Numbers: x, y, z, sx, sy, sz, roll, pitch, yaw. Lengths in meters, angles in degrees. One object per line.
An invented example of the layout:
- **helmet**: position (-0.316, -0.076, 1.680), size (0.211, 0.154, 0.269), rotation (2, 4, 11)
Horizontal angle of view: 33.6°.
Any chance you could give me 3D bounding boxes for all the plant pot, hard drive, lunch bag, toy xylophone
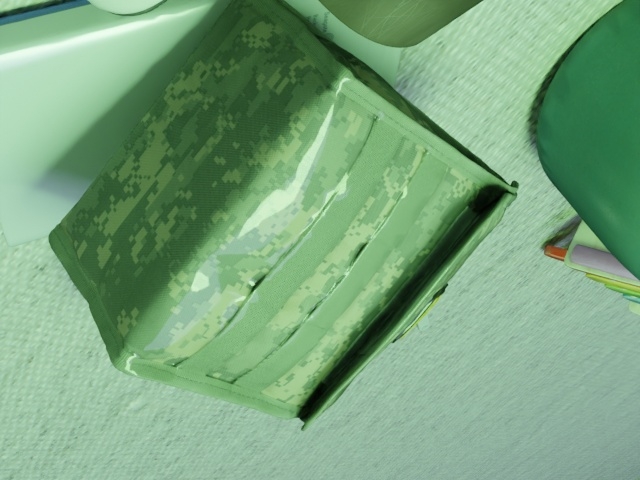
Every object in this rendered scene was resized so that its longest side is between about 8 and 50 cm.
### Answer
- **plant pot**: position (0.376, -0.063, 0.957), size (0.293, 0.235, 0.293), rotation (-10, 135, -10)
- **hard drive**: position (-0.093, -0.108, 0.781), size (0.319, 0.040, 0.210), rotation (-17, 151, -15)
- **lunch bag**: position (0.000, 0.000, 0.755), size (0.235, 0.169, 0.287), rotation (-50, 138, 12)
- **toy xylophone**: position (0.437, 0.046, 1.319), size (0.323, 0.236, 0.081), rotation (24, 84, -48)

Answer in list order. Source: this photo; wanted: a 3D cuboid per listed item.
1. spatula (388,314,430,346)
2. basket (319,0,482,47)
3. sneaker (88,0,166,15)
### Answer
- **spatula**: position (0.058, 0.088, 1.265), size (0.168, 0.019, 0.242), rotation (-29, 153, -5)
- **basket**: position (0.092, -0.227, 0.603), size (0.154, 0.204, 0.227), rotation (22, 140, -33)
- **sneaker**: position (-0.070, -0.234, 0.524), size (0.281, 0.106, 0.162), rotation (-38, 147, 23)
